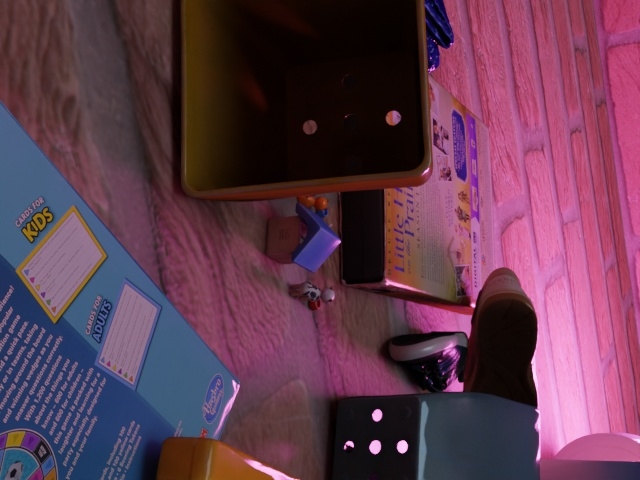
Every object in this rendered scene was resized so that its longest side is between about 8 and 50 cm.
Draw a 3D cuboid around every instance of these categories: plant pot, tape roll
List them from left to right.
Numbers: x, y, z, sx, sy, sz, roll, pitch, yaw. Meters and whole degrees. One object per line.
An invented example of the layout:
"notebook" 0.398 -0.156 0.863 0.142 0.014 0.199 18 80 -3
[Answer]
"plant pot" 0.007 -0.133 0.793 0.187 0.212 0.212 29 58 -71
"plant pot" 0.123 0.252 0.961 0.234 0.166 0.165 28 59 -48
"tape roll" 0.562 0.490 1.626 0.169 0.246 0.246 22 65 -58

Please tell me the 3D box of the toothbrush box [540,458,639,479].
"toothbrush box" 0.382 0.442 1.247 0.126 0.296 0.216 51 43 -46

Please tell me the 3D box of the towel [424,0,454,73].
"towel" 0.059 -0.362 0.982 0.308 0.076 0.227 47 32 -39

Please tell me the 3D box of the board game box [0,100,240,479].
"board game box" -0.192 0.094 0.486 0.336 0.079 0.253 58 37 -38

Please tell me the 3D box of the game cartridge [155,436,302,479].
"game cartridge" -0.050 0.325 0.589 0.285 0.053 0.323 48 45 -57

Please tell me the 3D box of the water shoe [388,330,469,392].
"water shoe" 0.152 0.161 1.117 0.203 0.073 0.080 6 81 -61

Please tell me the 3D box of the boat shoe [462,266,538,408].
"boat shoe" 0.257 0.181 1.232 0.098 0.109 0.302 -81 170 -58

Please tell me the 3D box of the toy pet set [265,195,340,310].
"toy pet set" 0.000 0.000 0.878 0.114 0.065 0.122 33 56 -55

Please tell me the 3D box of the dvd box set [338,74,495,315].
"dvd box set" 0.146 -0.064 1.167 0.420 0.062 0.307 17 70 -60
